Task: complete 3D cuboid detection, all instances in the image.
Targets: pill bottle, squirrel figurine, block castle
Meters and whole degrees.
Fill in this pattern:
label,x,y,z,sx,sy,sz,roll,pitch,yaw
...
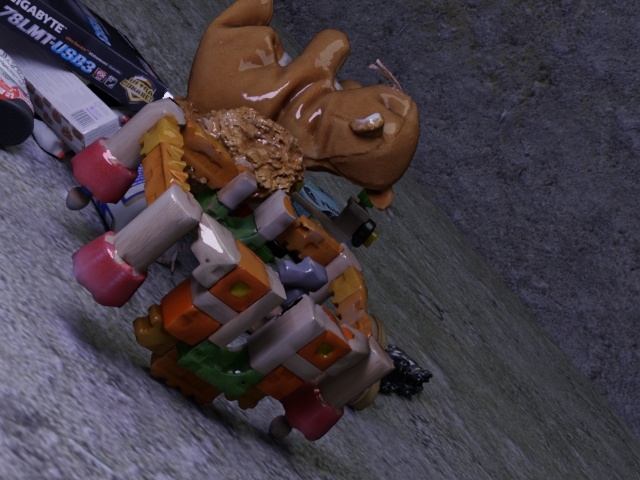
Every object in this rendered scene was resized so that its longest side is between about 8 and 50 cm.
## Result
label,x,y,z,sx,sy,sz,roll,pitch,yaw
pill bottle,-0.288,-0.082,1.618,0.112,0.112,0.187,25,25,-53
squirrel figurine,-0.052,-0.159,1.685,0.370,0.397,0.281,30,-37,28
block castle,-0.128,0.056,1.441,0.453,0.213,0.303,40,20,-34

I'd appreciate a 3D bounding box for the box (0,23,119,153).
label,x,y,z,sx,sy,sz,roll,pitch,yaw
box,-0.416,-0.237,1.630,0.324,0.067,0.063,41,-33,28

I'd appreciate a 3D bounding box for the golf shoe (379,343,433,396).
label,x,y,z,sx,sy,sz,roll,pitch,yaw
golf shoe,0.128,0.235,2.006,0.094,0.077,0.198,42,4,33

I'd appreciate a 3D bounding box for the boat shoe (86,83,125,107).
label,x,y,z,sx,sy,sz,roll,pitch,yaw
boat shoe,-0.285,-0.150,1.839,0.335,0.095,0.112,35,18,-33

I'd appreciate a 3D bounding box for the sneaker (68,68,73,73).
label,x,y,z,sx,sy,sz,roll,pitch,yaw
sneaker,-0.458,-0.304,1.793,0.240,0.091,0.126,50,15,18

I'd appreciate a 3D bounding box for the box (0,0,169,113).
label,x,y,z,sx,sy,sz,roll,pitch,yaw
box,-0.404,-0.340,1.707,0.293,0.073,0.295,33,11,-33

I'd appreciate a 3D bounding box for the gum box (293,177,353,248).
label,x,y,z,sx,sy,sz,roll,pitch,yaw
gum box,-0.005,-0.073,2.499,0.157,0.041,0.184,32,19,-40

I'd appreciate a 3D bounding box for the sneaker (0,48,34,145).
label,x,y,z,sx,sy,sz,roll,pitch,yaw
sneaker,-0.515,-0.248,1.498,0.270,0.090,0.145,39,14,-34

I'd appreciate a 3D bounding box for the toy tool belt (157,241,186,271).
label,x,y,z,sx,sy,sz,roll,pitch,yaw
toy tool belt,-0.234,0.010,1.667,0.083,0.052,0.051,-99,174,-60

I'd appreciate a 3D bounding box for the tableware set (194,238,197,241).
label,x,y,z,sx,sy,sz,roll,pitch,yaw
tableware set,-0.150,0.041,1.845,0.168,0.020,0.141,41,16,-19

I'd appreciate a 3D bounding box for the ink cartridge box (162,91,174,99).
label,x,y,z,sx,sy,sz,roll,pitch,yaw
ink cartridge box,-0.264,-0.213,1.995,0.239,0.060,0.275,45,-3,-3

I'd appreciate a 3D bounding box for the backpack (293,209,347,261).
label,x,y,z,sx,sy,sz,roll,pitch,yaw
backpack,0.000,0.000,2.177,0.105,0.114,0.084,47,-5,10

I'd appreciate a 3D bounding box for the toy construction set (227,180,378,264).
label,x,y,z,sx,sy,sz,roll,pitch,yaw
toy construction set,-0.036,-0.042,1.901,0.257,0.237,0.309,51,11,20

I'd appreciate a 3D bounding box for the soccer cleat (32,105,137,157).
label,x,y,z,sx,sy,sz,roll,pitch,yaw
soccer cleat,-0.362,-0.185,1.688,0.076,0.068,0.196,44,39,18

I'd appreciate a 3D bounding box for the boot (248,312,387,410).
label,x,y,z,sx,sy,sz,roll,pitch,yaw
boot,-0.010,0.134,1.813,0.269,0.089,0.236,39,23,-20
